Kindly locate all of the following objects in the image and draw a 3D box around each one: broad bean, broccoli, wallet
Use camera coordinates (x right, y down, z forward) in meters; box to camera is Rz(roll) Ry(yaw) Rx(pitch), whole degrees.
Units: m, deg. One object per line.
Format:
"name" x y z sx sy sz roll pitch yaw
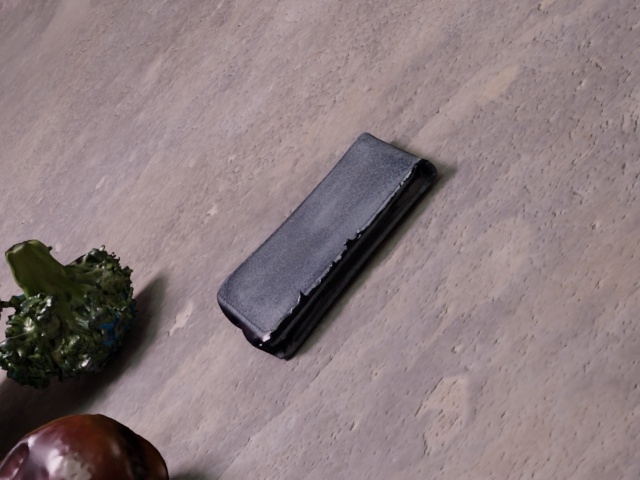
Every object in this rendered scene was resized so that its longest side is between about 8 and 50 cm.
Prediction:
"broad bean" -0.216 0.231 1.691 0.228 0.122 0.156 -37 49 43
"broccoli" -0.266 0.064 2.013 0.167 0.160 0.154 -32 20 -8
"wallet" 0.002 0.002 1.773 0.222 0.036 0.167 -49 21 -4

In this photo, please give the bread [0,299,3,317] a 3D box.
"bread" -0.425 0.150 2.078 0.305 0.159 0.305 -165 90 -77
